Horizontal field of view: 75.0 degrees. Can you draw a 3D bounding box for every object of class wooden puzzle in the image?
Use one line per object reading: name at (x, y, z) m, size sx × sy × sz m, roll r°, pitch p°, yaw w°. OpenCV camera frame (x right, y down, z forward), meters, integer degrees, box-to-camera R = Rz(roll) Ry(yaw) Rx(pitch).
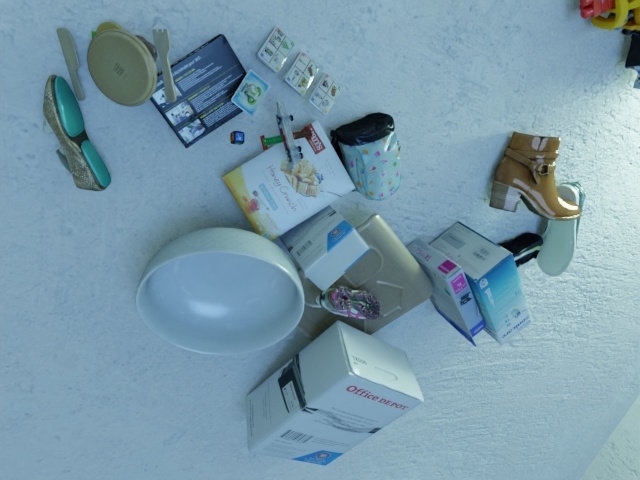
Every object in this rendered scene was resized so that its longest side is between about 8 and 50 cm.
wooden puzzle at (0.083, 0.124, 1.091) m, size 0.347 × 0.081 × 0.322 m, roll -38°, pitch 123°, yaw 9°

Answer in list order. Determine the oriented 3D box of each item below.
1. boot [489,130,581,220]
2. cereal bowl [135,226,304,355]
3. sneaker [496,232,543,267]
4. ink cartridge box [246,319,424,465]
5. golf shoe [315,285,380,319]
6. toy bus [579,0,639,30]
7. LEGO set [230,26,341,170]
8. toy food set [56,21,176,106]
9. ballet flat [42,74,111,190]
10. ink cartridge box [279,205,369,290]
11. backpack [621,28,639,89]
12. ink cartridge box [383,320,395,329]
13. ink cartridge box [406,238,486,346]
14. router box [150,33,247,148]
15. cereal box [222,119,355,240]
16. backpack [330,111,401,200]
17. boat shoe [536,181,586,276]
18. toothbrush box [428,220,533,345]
boot at (0.627, -0.179, 1.170) m, size 0.283 × 0.109 × 0.220 m, roll 11°, pitch 105°, yaw -2°
cereal bowl at (-0.206, 0.098, 0.903) m, size 0.338 × 0.141 × 0.339 m, roll -3°, pitch 131°, yaw -3°
sneaker at (0.607, 0.056, 1.308) m, size 0.234 × 0.084 × 0.097 m, roll -18°, pitch 122°, yaw -15°
ink cartridge box at (0.030, 0.427, 1.126) m, size 0.285 × 0.166 × 0.395 m, roll 30°, pitch 118°, yaw -33°
golf shoe at (0.071, 0.154, 1.029) m, size 0.186 × 0.085 × 0.068 m, roll 24°, pitch 63°, yaw -37°
toy bus at (0.732, -0.592, 1.013) m, size 0.211 × 0.150 × 0.220 m, roll -31°, pitch 127°, yaw 9°
LEGO set at (-0.083, -0.264, 0.830) m, size 0.182 × 0.060 × 0.245 m, roll 34°, pitch 73°, yaw -27°
toy food set at (-0.333, -0.297, 0.709) m, size 0.191 × 0.039 × 0.133 m, roll 5°, pitch 119°, yaw 7°
ballet flat at (-0.444, -0.179, 0.733) m, size 0.067 × 0.073 × 0.206 m, roll -8°, pitch 116°, yaw 6°
ink cartridge box at (0.000, 0.000, 0.944) m, size 0.139 × 0.191 × 0.082 m, roll -42°, pitch 125°, yaw 1°
backpack at (1.001, -0.505, 1.108) m, size 0.263 × 0.276 × 0.213 m, roll -24°, pitch 127°, yaw -19°
ink cartridge box at (0.169, 0.223, 1.227) m, size 0.115 × 0.029 × 0.063 m, roll 16°, pitch 108°, yaw -22°
ink cartridge box at (0.362, 0.149, 1.184) m, size 0.065 × 0.186 × 0.311 m, roll -35°, pitch 124°, yaw -6°
router box at (-0.222, -0.281, 0.790) m, size 0.178 × 0.046 × 0.133 m, roll -35°, pitch 123°, yaw -5°
cereal box at (-0.067, -0.126, 0.910) m, size 0.240 × 0.047 × 0.173 m, roll -33°, pitch 104°, yaw -5°
backpack at (0.112, -0.181, 0.950) m, size 0.151 × 0.115 × 0.182 m, roll -23°, pitch 125°, yaw -15°
boat shoe at (0.770, -0.033, 1.319) m, size 0.099 × 0.116 × 0.320 m, roll -24°, pitch 122°, yaw -31°
toothbrush box at (0.458, 0.122, 1.196) m, size 0.126 × 0.216 × 0.296 m, roll -35°, pitch 123°, yaw -4°
